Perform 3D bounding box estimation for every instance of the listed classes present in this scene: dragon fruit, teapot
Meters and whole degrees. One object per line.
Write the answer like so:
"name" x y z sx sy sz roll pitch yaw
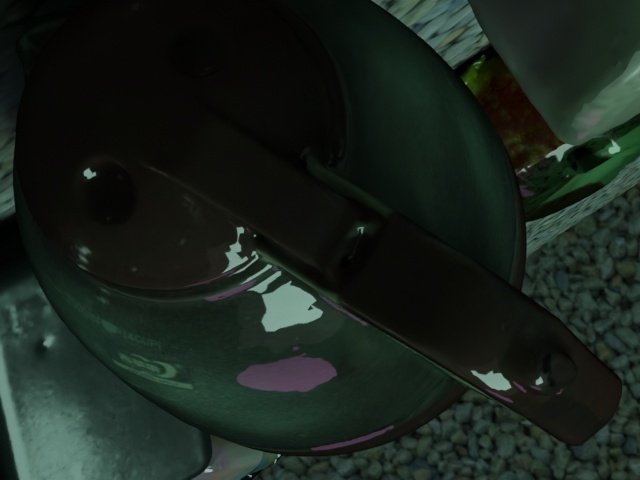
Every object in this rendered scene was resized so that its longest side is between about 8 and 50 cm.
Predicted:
"dragon fruit" 0.188 -0.101 1.552 0.268 0.130 0.295 -27 170 -12
"teapot" 0.000 0.000 0.861 0.233 0.315 0.312 -58 164 -1

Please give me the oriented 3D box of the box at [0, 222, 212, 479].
"box" -0.150 0.084 1.149 0.160 0.050 0.230 -29 130 -31

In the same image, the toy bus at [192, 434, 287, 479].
"toy bus" -0.222 0.216 1.645 0.386 0.171 0.162 -39 159 30

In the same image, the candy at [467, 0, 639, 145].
"candy" 0.167 -0.190 0.749 0.358 0.208 0.145 -23 165 -48
